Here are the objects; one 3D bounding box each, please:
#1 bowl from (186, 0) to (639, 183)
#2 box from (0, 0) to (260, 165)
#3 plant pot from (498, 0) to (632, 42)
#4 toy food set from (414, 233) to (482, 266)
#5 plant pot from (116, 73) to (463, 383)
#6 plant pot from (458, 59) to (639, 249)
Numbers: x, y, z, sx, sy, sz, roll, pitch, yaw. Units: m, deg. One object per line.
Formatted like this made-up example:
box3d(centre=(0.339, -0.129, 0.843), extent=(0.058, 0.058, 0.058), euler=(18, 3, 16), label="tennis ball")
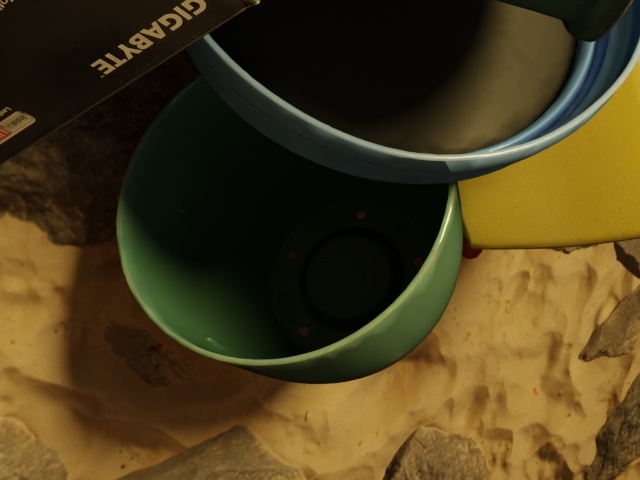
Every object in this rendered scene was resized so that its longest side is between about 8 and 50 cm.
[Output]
box3d(centre=(0.064, -0.221, 0.748), extent=(0.391, 0.391, 0.077), euler=(-40, 171, -23), label="bowl")
box3d(centre=(-0.238, -0.171, 0.541), extent=(0.293, 0.295, 0.073), euler=(34, 45, -42), label="box")
box3d(centre=(0.043, -0.322, 0.579), extent=(0.334, 0.341, 0.341), euler=(10, 102, 0), label="plant pot")
box3d(centre=(0.171, -0.054, 1.115), extent=(0.111, 0.104, 0.232), euler=(-9, 111, -39), label="toy food set")
box3d(centre=(0.000, 0.000, 0.873), extent=(0.293, 0.293, 0.235), euler=(-58, 153, -9), label="plant pot")
box3d(centre=(0.206, -0.104, 0.937), extent=(0.187, 0.212, 0.212), euler=(-19, 108, 6), label="plant pot")
